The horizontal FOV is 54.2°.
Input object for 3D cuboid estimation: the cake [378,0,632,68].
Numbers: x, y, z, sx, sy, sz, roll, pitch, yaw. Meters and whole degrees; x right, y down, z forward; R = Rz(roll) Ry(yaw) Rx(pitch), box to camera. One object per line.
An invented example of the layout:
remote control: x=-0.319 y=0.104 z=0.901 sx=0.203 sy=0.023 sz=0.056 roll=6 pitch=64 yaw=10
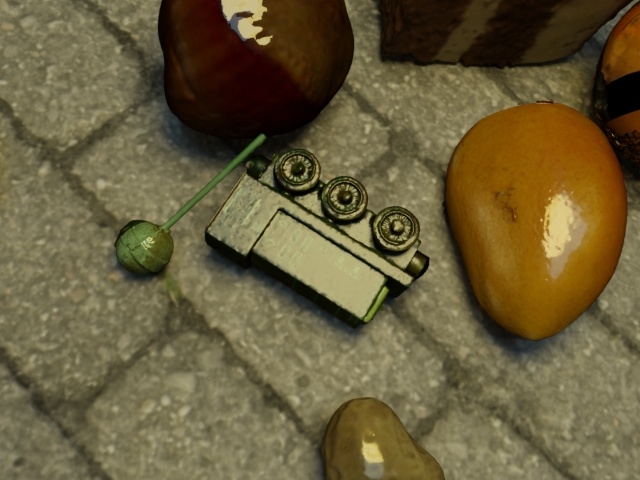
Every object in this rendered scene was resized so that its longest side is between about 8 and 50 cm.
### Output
cake: x=0.226 y=-0.371 z=0.752 sx=0.291 sy=0.282 sz=0.255 roll=4 pitch=74 yaw=-10

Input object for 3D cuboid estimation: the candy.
candy: x=-0.132 y=-0.042 z=0.648 sx=0.202 sy=0.061 sz=0.061 roll=-42 pitch=78 yaw=5

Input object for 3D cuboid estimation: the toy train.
toy train: x=0.000 y=0.000 z=0.666 sx=0.226 sy=0.090 sz=0.137 roll=32 pitch=74 yaw=6

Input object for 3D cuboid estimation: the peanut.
peanut: x=0.081 y=0.249 z=0.573 sx=0.104 sy=0.085 sz=0.227 roll=-22 pitch=72 yaw=-35

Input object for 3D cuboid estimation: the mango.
mango: x=0.237 y=-0.020 z=0.678 sx=0.188 sy=0.138 sz=0.256 roll=-6 pitch=62 yaw=3

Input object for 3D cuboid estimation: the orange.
orange: x=0.444 y=-0.189 z=0.747 sx=0.235 sy=0.182 sz=0.234 roll=3 pitch=75 yaw=-9

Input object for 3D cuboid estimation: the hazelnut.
hazelnut: x=-0.075 y=-0.216 z=0.684 sx=0.230 sy=0.229 sz=0.229 roll=3 pitch=67 yaw=-7
